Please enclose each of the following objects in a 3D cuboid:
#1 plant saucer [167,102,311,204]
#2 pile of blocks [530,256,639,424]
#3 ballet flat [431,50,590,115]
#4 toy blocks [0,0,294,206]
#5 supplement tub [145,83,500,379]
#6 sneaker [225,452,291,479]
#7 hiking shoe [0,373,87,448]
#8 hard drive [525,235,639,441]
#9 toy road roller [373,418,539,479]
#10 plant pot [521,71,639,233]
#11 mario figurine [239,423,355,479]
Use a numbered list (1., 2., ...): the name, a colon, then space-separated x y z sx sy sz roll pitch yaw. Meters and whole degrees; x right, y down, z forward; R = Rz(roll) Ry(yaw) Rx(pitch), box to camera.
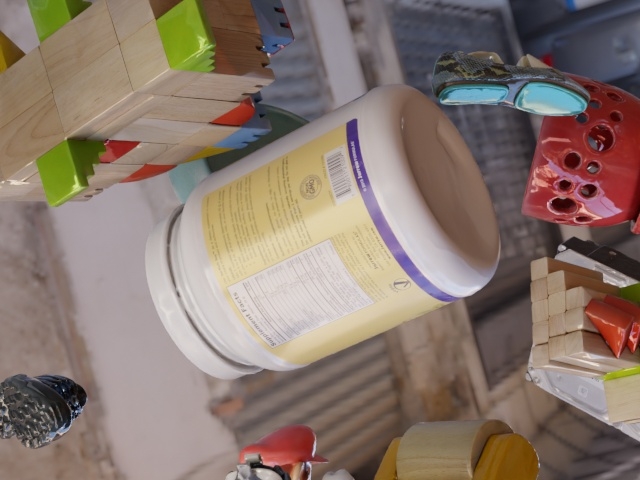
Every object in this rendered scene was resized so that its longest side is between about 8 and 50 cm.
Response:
1. plant saucer: -0.053 -0.080 1.799 0.317 0.317 0.044 -15 150 -45
2. pile of blocks: 0.354 0.129 1.300 0.112 0.362 0.149 -20 -142 48
3. ballet flat: 0.215 -0.183 1.515 0.188 0.070 0.070 5 173 -19
4. toy blocks: -0.166 -0.140 1.336 0.381 0.191 0.261 -28 165 35
5. supplement tub: 0.000 0.000 1.464 0.331 0.241 0.241 -26 175 26
6. sneaker: -0.071 0.321 1.448 0.094 0.153 0.235 -7 -153 12
7. hiking shoe: -0.419 0.243 2.067 0.132 0.113 0.304 -18 -175 -25
8. hard drive: 0.458 0.163 1.859 0.339 0.237 0.064 29 -146 31
9. toy road roller: 0.183 0.419 1.763 0.202 0.240 0.330 -10 -135 43
10. plant pot: 0.359 -0.104 1.717 0.174 0.191 0.191 15 -176 7
11. mario figurine: -0.043 0.435 2.019 0.198 0.321 0.170 5 156 9
